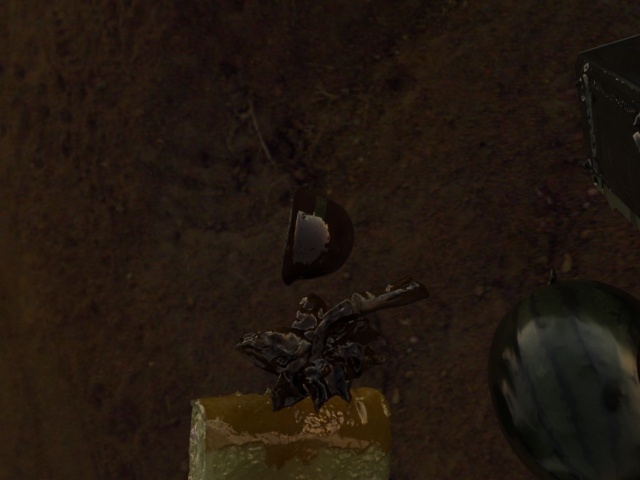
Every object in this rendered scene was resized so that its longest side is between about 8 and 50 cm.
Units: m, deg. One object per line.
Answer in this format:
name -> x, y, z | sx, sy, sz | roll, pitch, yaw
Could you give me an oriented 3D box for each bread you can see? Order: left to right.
bread -> -0.060, 0.394, 1.408 | 0.165, 0.376, 0.236 | -161, 71, -70

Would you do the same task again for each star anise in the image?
star anise -> 0.020, 0.150, 1.180 | 0.346, 0.148, 0.237 | -27, 30, 29

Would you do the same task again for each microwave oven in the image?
microwave oven -> 0.532, -0.152, 1.108 | 0.219, 0.355, 0.286 | -16, 116, 6

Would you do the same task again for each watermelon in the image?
watermelon -> 0.393, 0.209, 1.116 | 0.279, 0.279, 0.359 | -46, 35, 34

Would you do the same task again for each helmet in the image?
helmet -> 0.000, 0.000, 1.213 | 0.106, 0.175, 0.155 | 8, 119, 10

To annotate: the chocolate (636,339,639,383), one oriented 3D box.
chocolate -> 0.397, 0.103, 0.736 | 0.177, 0.177, 0.176 | 3, 95, 42
